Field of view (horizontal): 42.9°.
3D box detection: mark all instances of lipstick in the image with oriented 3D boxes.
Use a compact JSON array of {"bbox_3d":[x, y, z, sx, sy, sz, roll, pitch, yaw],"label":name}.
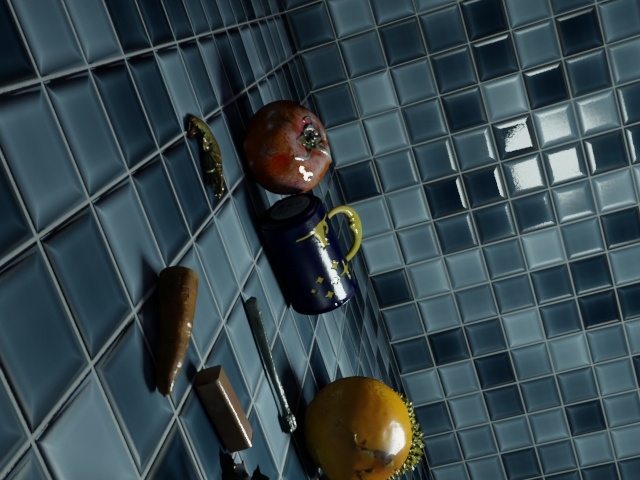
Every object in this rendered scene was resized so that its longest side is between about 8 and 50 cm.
[{"bbox_3d":[-0.155,0.274,1.316,0.045,0.045,0.145,-83,154,-62],"label":"lipstick"}]

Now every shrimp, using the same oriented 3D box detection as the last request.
[{"bbox_3d":[-0.228,-0.177,1.622,0.124,0.034,0.178,53,22,-56],"label":"shrimp"}]

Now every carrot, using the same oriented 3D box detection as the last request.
[{"bbox_3d":[-0.215,0.134,1.188,0.061,0.061,0.210,63,19,-48],"label":"carrot"}]

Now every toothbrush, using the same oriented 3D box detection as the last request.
[{"bbox_3d":[-0.103,0.256,1.665,0.030,0.030,0.298,-35,110,-69],"label":"toothbrush"}]

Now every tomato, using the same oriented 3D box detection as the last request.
[{"bbox_3d":[-0.089,-0.218,1.993,0.232,0.188,0.232,15,69,-43],"label":"tomato"}]

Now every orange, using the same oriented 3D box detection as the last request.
[{"bbox_3d":[0.081,0.424,1.808,0.246,0.246,0.246,-15,90,-80],"label":"orange"}]

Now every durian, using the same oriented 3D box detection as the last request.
[{"bbox_3d":[0.146,0.485,2.051,0.293,0.258,0.258,89,-6,-56],"label":"durian"}]

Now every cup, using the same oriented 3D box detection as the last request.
[{"bbox_3d":[-0.021,0.006,2.004,0.255,0.178,0.256,-63,138,-53],"label":"cup"}]

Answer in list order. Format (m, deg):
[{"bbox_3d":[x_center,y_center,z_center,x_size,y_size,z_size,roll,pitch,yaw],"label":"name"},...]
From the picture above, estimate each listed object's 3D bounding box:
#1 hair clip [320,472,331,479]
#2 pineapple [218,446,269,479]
[{"bbox_3d":[0.056,0.627,1.824,0.187,0.056,0.146,62,-8,-16],"label":"hair clip"},{"bbox_3d":[-0.080,0.482,1.190,0.365,0.165,0.166,61,15,-23],"label":"pineapple"}]
